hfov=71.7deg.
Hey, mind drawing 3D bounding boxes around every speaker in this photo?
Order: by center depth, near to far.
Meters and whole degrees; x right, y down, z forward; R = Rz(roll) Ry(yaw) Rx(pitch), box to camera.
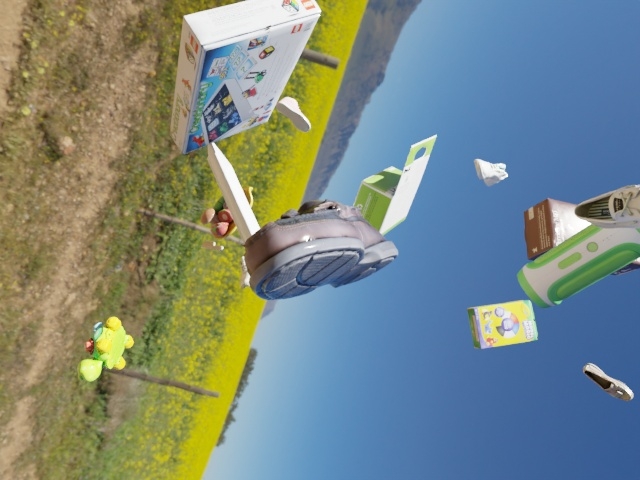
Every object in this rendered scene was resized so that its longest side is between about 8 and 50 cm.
[{"bbox_3d":[0.632,0.042,1.058,0.296,0.131,0.131,-43,-160,32],"label":"speaker"}]

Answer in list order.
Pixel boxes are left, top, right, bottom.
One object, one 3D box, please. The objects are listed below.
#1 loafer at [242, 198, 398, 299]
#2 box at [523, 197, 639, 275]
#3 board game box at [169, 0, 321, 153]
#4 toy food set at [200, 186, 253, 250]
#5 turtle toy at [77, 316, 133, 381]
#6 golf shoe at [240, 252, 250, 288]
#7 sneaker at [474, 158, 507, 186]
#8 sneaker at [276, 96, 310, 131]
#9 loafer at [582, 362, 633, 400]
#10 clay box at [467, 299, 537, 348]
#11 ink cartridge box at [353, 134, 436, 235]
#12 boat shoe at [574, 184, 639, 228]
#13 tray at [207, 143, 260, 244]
[{"bbox_3d":[0.000,0.000,0.491,0.109,0.095,0.302,-34,165,19],"label":"loafer"},{"bbox_3d":[0.928,-0.009,1.564,0.143,0.381,0.191,123,-26,-67],"label":"box"},{"bbox_3d":[-0.137,-0.259,0.720,0.193,0.053,0.305,-30,177,-27],"label":"board game box"},{"bbox_3d":[-0.274,-0.077,1.239,0.128,0.071,0.218,17,-108,51],"label":"toy food set"},{"bbox_3d":[-0.431,0.217,0.877,0.095,0.066,0.130,85,7,-46],"label":"turtle toy"},{"bbox_3d":[-0.255,0.101,1.518,0.069,0.086,0.176,-26,-161,8],"label":"golf shoe"},{"bbox_3d":[0.648,-0.269,1.674,0.094,0.212,0.080,-17,-106,33],"label":"sneaker"},{"bbox_3d":[-0.079,-0.422,1.464,0.051,0.134,0.070,-40,-163,41],"label":"sneaker"},{"bbox_3d":[0.747,0.376,1.158,0.039,0.125,0.045,-10,130,-47],"label":"loafer"},{"bbox_3d":[0.587,0.262,1.400,0.053,0.222,0.127,128,-46,-79],"label":"clay box"},{"bbox_3d":[0.186,-0.155,1.137,0.189,0.097,0.255,-31,144,-52],"label":"ink cartridge box"},{"bbox_3d":[0.563,-0.057,0.806,0.226,0.076,0.083,131,-36,-77],"label":"boat shoe"},{"bbox_3d":[-0.181,-0.080,0.962,0.270,0.030,0.145,64,-1,17],"label":"tray"}]
